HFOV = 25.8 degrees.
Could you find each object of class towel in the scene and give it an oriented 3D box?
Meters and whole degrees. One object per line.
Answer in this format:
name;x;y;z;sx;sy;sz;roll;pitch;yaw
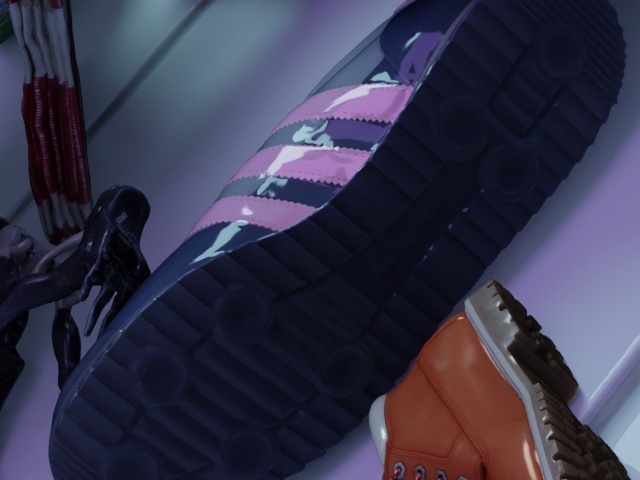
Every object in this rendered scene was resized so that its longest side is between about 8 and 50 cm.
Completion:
towel;-0.174;-0.188;0.828;0.037;0.329;0.237;-7;38;-7

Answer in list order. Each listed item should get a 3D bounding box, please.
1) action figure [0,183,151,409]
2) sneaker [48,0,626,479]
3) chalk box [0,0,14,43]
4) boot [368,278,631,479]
action figure;-0.188;0.042;0.727;0.275;0.164;0.141;0;49;37
sneaker;0.000;0.000;0.649;0.319;0.112;0.131;-43;20;-8
chalk box;-0.266;-0.285;1.072;0.180;0.289;0.179;-41;68;7
boot;0.065;0.088;0.526;0.084;0.059;0.158;-39;27;11
